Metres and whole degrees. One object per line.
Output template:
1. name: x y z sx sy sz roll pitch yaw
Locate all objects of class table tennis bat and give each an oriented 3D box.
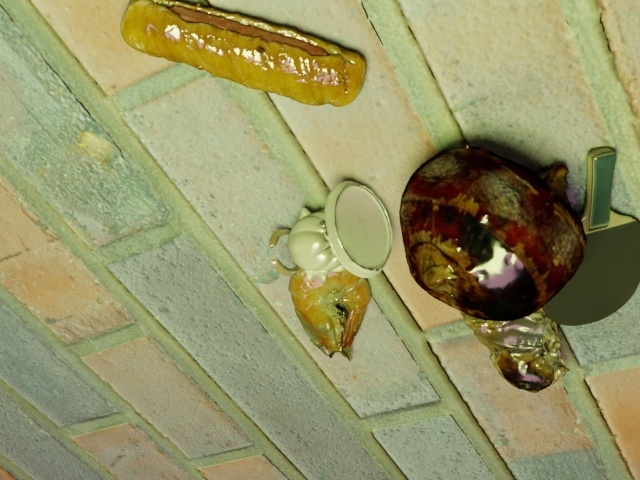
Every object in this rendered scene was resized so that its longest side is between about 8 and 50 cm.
1. table tennis bat: 0.357 0.003 1.032 0.154 0.021 0.274 -14 125 -7

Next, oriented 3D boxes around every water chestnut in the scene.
1. water chestnut: 0.209 -0.016 0.960 0.224 0.238 0.223 35 166 10

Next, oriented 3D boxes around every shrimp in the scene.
1. shrimp: 0.023 0.108 1.186 0.115 0.051 0.217 -8 128 13

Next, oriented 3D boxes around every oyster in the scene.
1. oyster: 0.285 0.131 1.136 0.161 0.107 0.232 -13 127 30

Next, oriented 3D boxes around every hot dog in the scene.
1. hot dog: -0.089 -0.213 0.907 0.286 0.061 0.088 13 144 -1

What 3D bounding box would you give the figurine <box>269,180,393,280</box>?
1. figurine: 0.000 0.000 1.057 0.154 0.132 0.132 -18 128 40
